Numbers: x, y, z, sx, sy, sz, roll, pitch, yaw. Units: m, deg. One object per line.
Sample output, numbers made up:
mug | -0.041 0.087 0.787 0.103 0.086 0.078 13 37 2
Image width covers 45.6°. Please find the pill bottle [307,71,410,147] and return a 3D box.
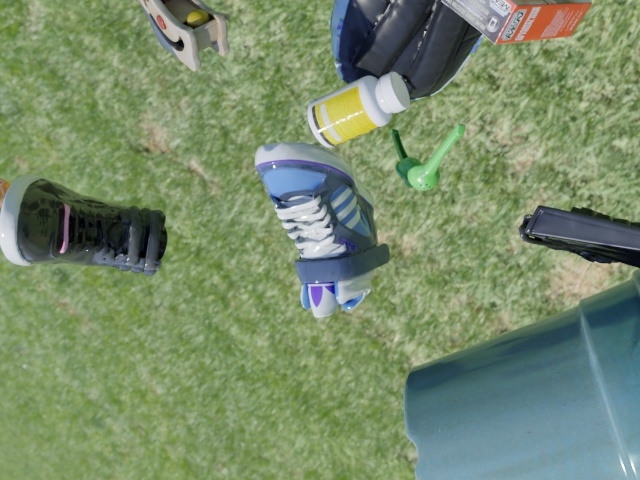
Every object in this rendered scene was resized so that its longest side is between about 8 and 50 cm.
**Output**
pill bottle | 0.047 -0.162 0.932 0.116 0.065 0.065 -20 115 30

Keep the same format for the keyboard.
keyboard | 0.277 0.008 0.651 0.317 0.033 0.201 13 179 -44

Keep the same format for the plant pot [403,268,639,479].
plant pot | 0.307 0.248 0.999 0.334 0.341 0.341 -19 118 20

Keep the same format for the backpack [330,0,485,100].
backpack | 0.151 -0.394 1.222 0.290 0.273 0.356 5 125 -15

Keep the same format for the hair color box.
hair color box | 0.233 -0.282 0.896 0.093 0.167 0.053 48 135 25

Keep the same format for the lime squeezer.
lime squeezer | 0.167 -0.145 1.338 0.310 0.058 0.110 -152 55 -75

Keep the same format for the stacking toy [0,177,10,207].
stacking toy | -0.493 -0.041 0.915 0.175 0.302 0.166 -33 88 28

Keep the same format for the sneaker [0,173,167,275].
sneaker | -0.267 -0.014 0.914 0.146 0.105 0.296 6 177 2

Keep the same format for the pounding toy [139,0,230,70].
pounding toy | -0.245 -0.449 1.437 0.269 0.154 0.154 42 157 40

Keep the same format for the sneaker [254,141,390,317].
sneaker | 0.000 0.000 1.238 0.130 0.236 0.322 -6 160 27
